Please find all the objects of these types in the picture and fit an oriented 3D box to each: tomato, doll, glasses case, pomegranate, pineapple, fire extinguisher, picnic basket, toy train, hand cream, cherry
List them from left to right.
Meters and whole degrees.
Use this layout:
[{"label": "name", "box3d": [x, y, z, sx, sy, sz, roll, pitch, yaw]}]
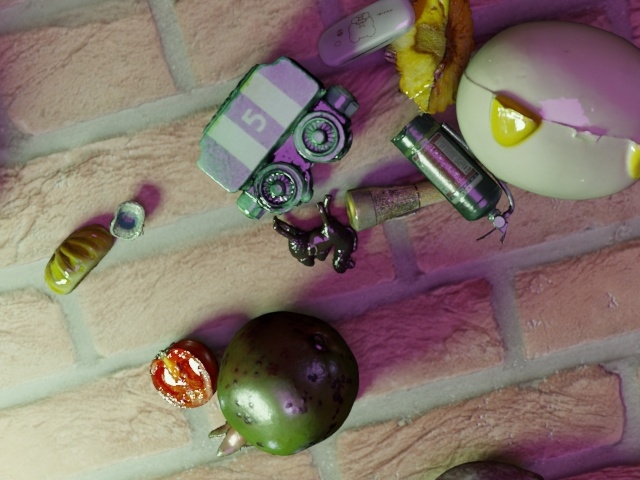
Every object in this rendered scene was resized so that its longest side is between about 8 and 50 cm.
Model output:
[{"label": "picnic basket", "box3d": [-0.367, -0.034, 1.769, 0.065, 0.083, 0.083, 21, 107, -14]}, {"label": "tomato", "box3d": [-0.261, 0.257, 1.854, 0.159, 0.091, 0.139, -35, 96, 35]}, {"label": "toy train", "box3d": [-0.078, -0.189, 1.707, 0.238, 0.167, 0.299, 40, 99, -2]}, {"label": "pomegranate", "box3d": [-0.072, 0.304, 1.766, 0.291, 0.291, 0.323, 19, 100, -8]}, {"label": "doll", "box3d": [0.000, 0.000, 1.812, 0.139, 0.057, 0.165, -27, 110, 2]}, {"label": "glasses case", "box3d": [0.082, -0.379, 1.680, 0.194, 0.049, 0.074, -23, 74, 27]}, {"label": "hand cream", "box3d": [0.151, -0.079, 1.791, 0.203, 0.084, 0.083, -14, 106, -7]}, {"label": "pineapple", "box3d": [0.195, -0.351, 1.710, 0.164, 0.140, 0.249, 4, 91, 38]}, {"label": "fire extinguisher", "box3d": [0.264, -0.113, 1.733, 0.294, 0.093, 0.118, 46, 108, 1]}, {"label": "cherry", "box3d": [0.330, 0.568, 1.910, 0.300, 0.203, 0.230, -31, 98, -2]}]

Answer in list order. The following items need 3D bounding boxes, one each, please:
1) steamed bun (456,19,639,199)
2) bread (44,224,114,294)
[{"label": "steamed bun", "box3d": [0.427, -0.228, 1.627, 0.374, 0.334, 0.333, 11, 105, -4]}, {"label": "bread", "box3d": [-0.476, 0.044, 1.783, 0.083, 0.094, 0.157, 40, 108, -17]}]
